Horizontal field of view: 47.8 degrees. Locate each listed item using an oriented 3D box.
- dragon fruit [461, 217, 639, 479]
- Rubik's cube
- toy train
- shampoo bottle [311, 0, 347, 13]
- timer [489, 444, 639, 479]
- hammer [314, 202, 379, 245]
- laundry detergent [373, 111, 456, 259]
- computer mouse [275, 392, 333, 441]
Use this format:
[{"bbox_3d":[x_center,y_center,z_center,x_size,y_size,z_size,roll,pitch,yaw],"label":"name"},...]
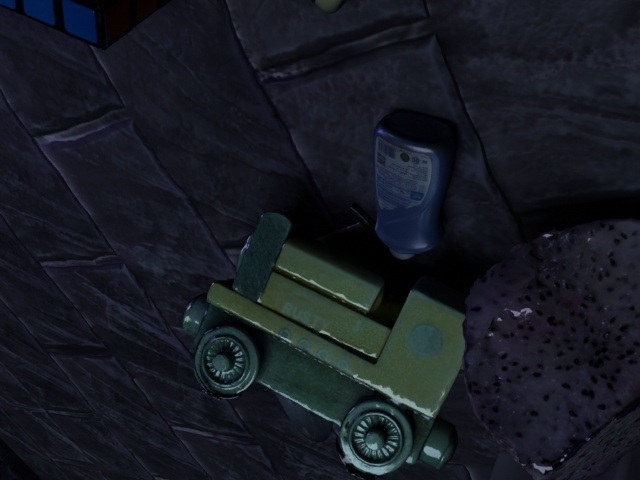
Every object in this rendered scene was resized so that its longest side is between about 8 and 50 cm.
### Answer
[{"bbox_3d":[0.298,0.114,0.796,0.221,0.283,0.204,38,-165,-53],"label":"dragon fruit"},{"bbox_3d":[-0.251,-0.327,0.759,0.162,0.163,0.161,27,139,11],"label":"Rubik's cube"},{"bbox_3d":[0.017,0.125,0.936,0.397,0.160,0.253,26,98,14],"label":"toy train"},{"bbox_3d":[-0.026,-0.300,0.698,0.162,0.079,0.079,39,139,-6],"label":"shampoo bottle"},{"bbox_3d":[0.365,0.342,0.973,0.192,0.194,0.195,-19,116,44],"label":"timer"},{"bbox_3d":[0.000,0.000,1.023,0.199,0.013,0.062,-22,115,44],"label":"hammer"},{"bbox_3d":[0.107,-0.051,0.866,0.096,0.061,0.206,19,138,19],"label":"laundry detergent"},{"bbox_3d":[-0.037,0.243,1.245,0.113,0.068,0.229,-1,118,52],"label":"computer mouse"}]
